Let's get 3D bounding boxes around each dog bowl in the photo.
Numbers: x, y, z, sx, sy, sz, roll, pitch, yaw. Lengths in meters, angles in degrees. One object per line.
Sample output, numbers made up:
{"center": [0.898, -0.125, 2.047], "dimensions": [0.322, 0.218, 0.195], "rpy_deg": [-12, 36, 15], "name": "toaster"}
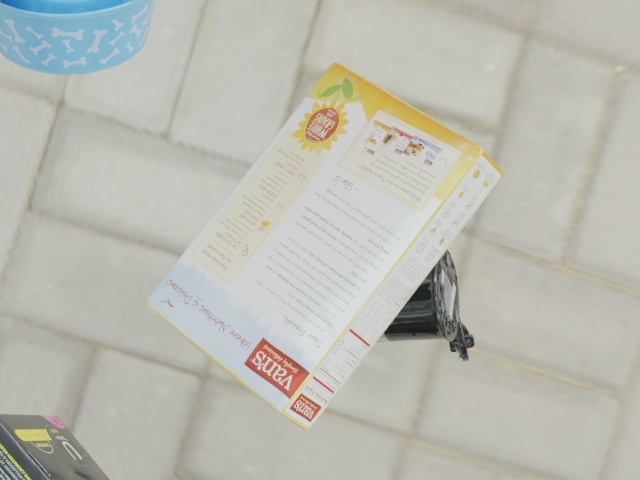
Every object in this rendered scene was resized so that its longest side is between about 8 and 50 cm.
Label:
{"center": [-0.248, -0.248, 1.619], "dimensions": [0.166, 0.297, 0.074], "rpy_deg": [-12, 129, -19], "name": "dog bowl"}

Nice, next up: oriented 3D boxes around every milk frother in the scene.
{"center": [0.061, 0.066, 1.596], "dimensions": [0.135, 0.129, 0.143], "rpy_deg": [-4, 121, 18], "name": "milk frother"}

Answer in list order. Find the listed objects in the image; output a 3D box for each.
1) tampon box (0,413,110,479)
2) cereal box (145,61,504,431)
{"center": [-0.249, 0.220, 1.343], "dimensions": [0.161, 0.120, 0.101], "rpy_deg": [-44, 76, 5], "name": "tampon box"}
{"center": [0.000, 0.000, 1.310], "dimensions": [0.240, 0.173, 0.047], "rpy_deg": [-52, 140, -2], "name": "cereal box"}
